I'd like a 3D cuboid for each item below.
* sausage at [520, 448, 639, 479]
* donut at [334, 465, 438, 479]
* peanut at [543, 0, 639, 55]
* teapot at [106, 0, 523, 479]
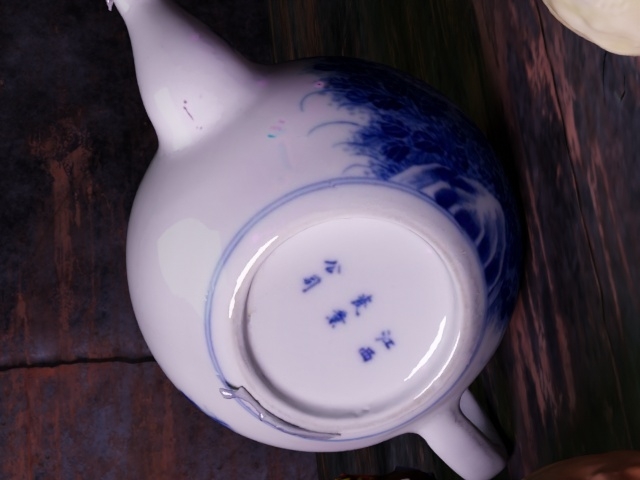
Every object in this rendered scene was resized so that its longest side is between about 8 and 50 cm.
[{"bbox_3d":[0.108,0.179,0.567,0.304,0.121,0.121,97,167,-63],"label":"sausage"},{"bbox_3d":[0.078,0.258,0.877,0.235,0.089,0.235,157,90,-88],"label":"donut"},{"bbox_3d":[0.109,-0.163,0.408,0.090,0.098,0.214,-128,31,-62],"label":"peanut"},{"bbox_3d":[0.000,0.000,0.846,0.424,0.252,0.280,51,-174,-21],"label":"teapot"}]
